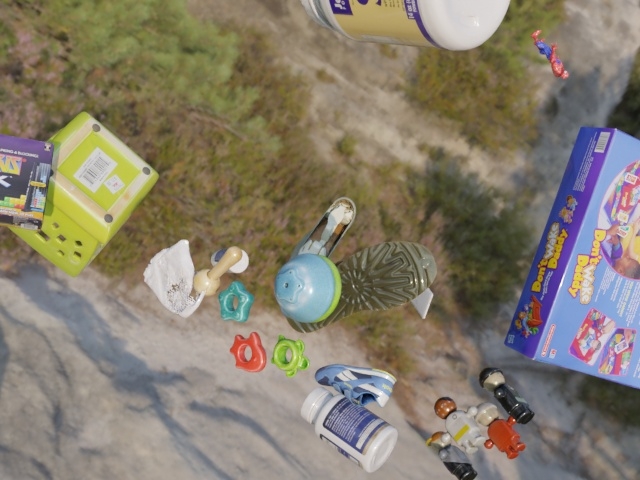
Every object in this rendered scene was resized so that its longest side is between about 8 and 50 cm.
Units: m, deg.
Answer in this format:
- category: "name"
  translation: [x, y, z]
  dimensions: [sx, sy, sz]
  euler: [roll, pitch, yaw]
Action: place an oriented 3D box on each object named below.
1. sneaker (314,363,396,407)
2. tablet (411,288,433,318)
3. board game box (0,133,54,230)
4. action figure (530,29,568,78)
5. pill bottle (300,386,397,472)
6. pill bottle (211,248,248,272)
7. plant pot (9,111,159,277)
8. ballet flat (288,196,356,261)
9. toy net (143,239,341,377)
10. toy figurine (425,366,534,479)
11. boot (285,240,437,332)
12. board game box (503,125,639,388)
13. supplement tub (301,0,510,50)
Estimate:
- category: "sneaker"
  translation: [0.052, 0.242, 1.408]
  dimensions: [0.053, 0.144, 0.059]
  euler: [48, 50, -52]
- category: "tablet"
  translation: [0.186, 0.103, 1.584]
  dimensions: [0.006, 0.054, 0.083]
  euler: [8, 23, -21]
- category: "board game box"
  translation: [-0.511, -0.097, 1.315]
  dimensions: [0.170, 0.048, 0.141]
  euler: [8, 64, -19]
- category: "action figure"
  translation: [0.397, -0.316, 1.455]
  dimensions: [0.038, 0.030, 0.115]
  euler: [55, 16, -51]
- category: "pill bottle"
  translation: [0.049, 0.340, 1.554]
  dimensions: [0.169, 0.094, 0.094]
  euler: [30, 17, 28]
- category: "pill bottle"
  translation: [-0.254, 0.055, 2.334]
  dimensions: [0.067, 0.067, 0.120]
  euler: [24, -13, -31]
- category: "plant pot"
  translation: [-0.465, -0.099, 1.638]
  dimensions: [0.227, 0.207, 0.228]
  euler: [42, 53, -15]
- category: "ballet flat"
  translation: [0.000, 0.000, 1.674]
  dimensions: [0.072, 0.213, 0.068]
  euler: [32, -18, 6]
- category: "toy net"
  translation: [-0.089, 0.064, 0.862]
  dimensions: [0.232, 0.122, 0.045]
  euler: [7, -1, 36]
- category: "toy figurine"
  translation: [0.343, 0.402, 1.857]
  dimensions: [0.210, 0.213, 0.148]
  euler: [-23, 49, -18]
- category: "boot"
  translation: [0.073, 0.050, 1.282]
  dimensions: [0.269, 0.236, 0.089]
  euler: [-25, 95, -75]
- category: "board game box"
  translation: [0.443, 0.032, 1.273]
  dimensions: [0.233, 0.347, 0.078]
  euler: [18, 3, -24]
- category: "supplement tub"
  translation: [0.144, -0.466, 1.498]
  dimensions: [0.331, 0.240, 0.241]
  euler: [17, 4, 42]
